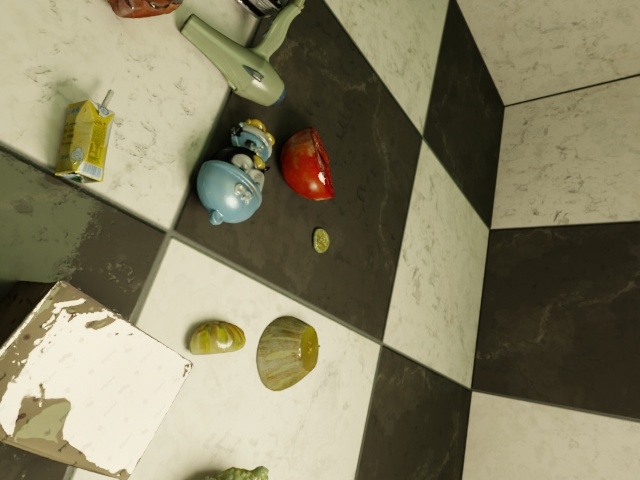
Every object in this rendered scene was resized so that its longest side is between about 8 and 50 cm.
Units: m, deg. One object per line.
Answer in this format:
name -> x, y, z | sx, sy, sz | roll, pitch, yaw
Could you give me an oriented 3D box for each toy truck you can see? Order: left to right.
toy truck -> -0.156, -0.744, 1.145 | 0.124, 0.156, 0.267 | 23, 73, -47

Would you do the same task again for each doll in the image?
doll -> -0.205, -0.167, 1.056 | 0.177, 0.141, 0.313 | 49, 49, -42

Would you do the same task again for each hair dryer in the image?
hair dryer -> -0.200, -0.521, 1.073 | 0.296, 0.119, 0.298 | 6, 108, -32

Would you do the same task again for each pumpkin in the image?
pumpkin -> -0.071, 0.326, 1.216 | 0.217, 0.110, 0.217 | 16, 70, -51

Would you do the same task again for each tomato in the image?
tomato -> -0.045, -0.222, 1.254 | 0.233, 0.140, 0.200 | -95, 166, -58

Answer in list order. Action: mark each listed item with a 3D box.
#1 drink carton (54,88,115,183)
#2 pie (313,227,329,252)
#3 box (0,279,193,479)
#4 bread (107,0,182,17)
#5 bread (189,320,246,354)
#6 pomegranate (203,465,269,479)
drink carton -> -0.448, -0.214, 0.814 | 0.075, 0.084, 0.199 | 20, 71, -58
pie -> 0.001, 0.001, 1.382 | 0.084, 0.021, 0.083 | 12, 75, -51
box -> -0.429, 0.237, 0.726 | 0.297, 0.191, 0.225 | 49, 53, -35
bread -> -0.388, -0.589, 0.877 | 0.190, 0.123, 0.244 | -32, 112, -48
bread -> -0.241, 0.241, 1.026 | 0.157, 0.094, 0.082 | 8, 85, -41
pomegranate -> -0.168, 0.617, 0.911 | 0.261, 0.340, 0.260 | 16, 47, -18
